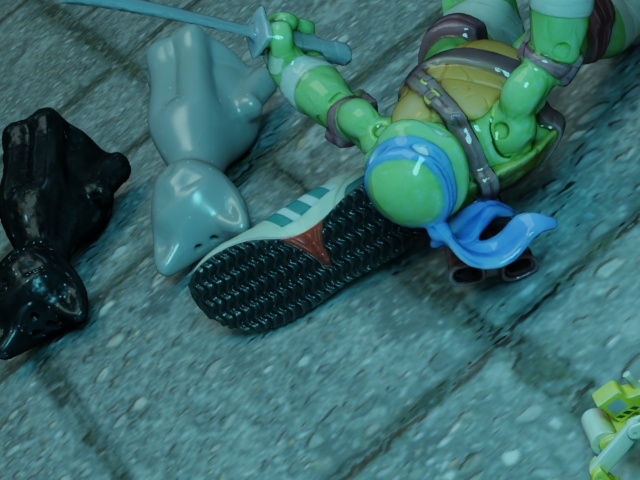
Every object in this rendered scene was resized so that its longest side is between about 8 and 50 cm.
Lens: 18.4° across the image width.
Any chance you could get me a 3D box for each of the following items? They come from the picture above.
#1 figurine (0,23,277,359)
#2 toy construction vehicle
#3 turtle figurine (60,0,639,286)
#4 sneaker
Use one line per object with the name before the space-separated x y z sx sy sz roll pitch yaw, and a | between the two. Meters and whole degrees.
figurine | -0.131 -0.028 1.346 0.215 0.092 0.209 -27 34 20
toy construction vehicle | 0.152 0.062 0.836 0.098 0.035 0.086 -32 24 13
turtle figurine | 0.066 -0.132 1.052 0.198 0.275 0.266 -51 -8 31
sneaker | 0.000 0.000 1.151 0.161 0.057 0.075 -28 9 23
